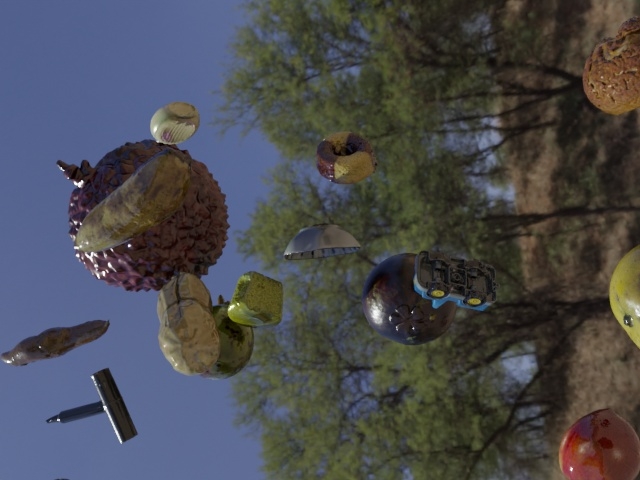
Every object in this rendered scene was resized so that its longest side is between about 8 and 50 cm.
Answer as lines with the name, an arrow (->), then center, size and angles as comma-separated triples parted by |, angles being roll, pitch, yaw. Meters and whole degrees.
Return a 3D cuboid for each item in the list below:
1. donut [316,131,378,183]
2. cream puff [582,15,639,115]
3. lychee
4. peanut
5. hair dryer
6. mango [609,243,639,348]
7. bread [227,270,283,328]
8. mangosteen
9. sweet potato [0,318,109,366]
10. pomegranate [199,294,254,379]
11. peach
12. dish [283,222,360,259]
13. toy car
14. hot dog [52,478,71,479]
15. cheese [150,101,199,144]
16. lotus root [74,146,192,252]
donut -> 0.054, -0.184, 1.493 | 0.140, 0.140, 0.059 | -81, -16, -44
cream puff -> 0.828, -0.468, 1.796 | 0.212, 0.303, 0.303 | 52, -152, -9
lychee -> -0.488, -0.072, 1.873 | 0.500, 0.424, 0.424 | 27, -134, -23
peanut -> -0.284, 0.169, 1.462 | 0.130, 0.130, 0.290 | 58, -179, -32
hair dryer -> -0.539, 0.415, 1.598 | 0.173, 0.195, 0.050 | 62, -171, 10
mango -> 0.700, 0.127, 1.217 | 0.182, 0.365, 0.253 | 94, -163, -68
bread -> -0.154, 0.149, 1.642 | 0.129, 0.111, 0.114 | 28, -130, -23
mangosteen -> 0.231, 0.130, 1.698 | 0.289, 0.231, 0.231 | -39, -69, -61
sweet potato -> -0.536, 0.205, 1.401 | 0.067, 0.274, 0.067 | -20, -90, -78
pomegranate -> -0.272, 0.238, 1.760 | 0.198, 0.198, 0.246 | 45, -165, -48
peach -> 0.670, 0.498, 1.640 | 0.197, 0.197, 0.197 | 44, -142, -49
dish -> 0.000, 0.000, 1.604 | 0.191, 0.191, 0.066 | 9, -107, -64
toy car -> 0.284, 0.095, 1.487 | 0.100, 0.191, 0.097 | 118, 162, -55
hot dog -> -0.551, 0.569, 1.429 | 0.162, 0.082, 0.270 | 49, -175, 14
cheese -> -0.438, -0.315, 1.999 | 0.137, 0.227, 0.064 | 0, -119, -37
lotus root -> -0.320, -0.059, 1.208 | 0.097, 0.258, 0.110 | 56, -164, 10
